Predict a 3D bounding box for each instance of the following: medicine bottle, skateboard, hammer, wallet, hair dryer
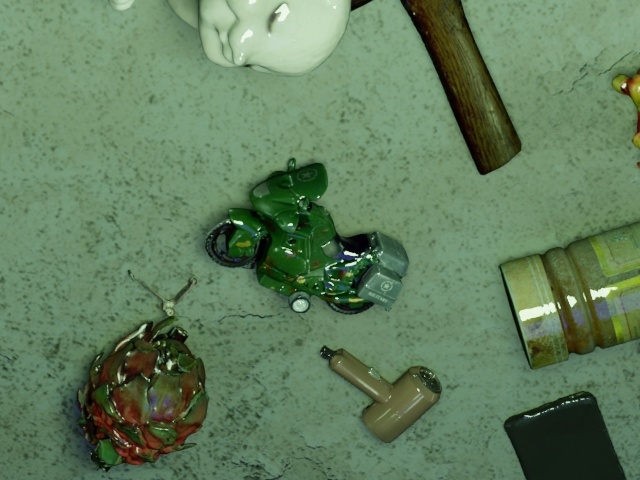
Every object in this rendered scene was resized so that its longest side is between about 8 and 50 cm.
[{"bbox_3d":[0.415,0.057,1.944,0.322,0.151,0.151,-17,124,5],"label":"medicine bottle"},{"bbox_3d":[-0.215,0.056,1.950,0.083,0.032,0.064,37,103,-28],"label":"skateboard"},{"bbox_3d":[0.161,-0.240,1.758,0.242,0.095,0.409,-23,125,9],"label":"hammer"},{"bbox_3d":[0.385,0.350,2.211,0.146,0.030,0.285,-19,122,10],"label":"wallet"},{"bbox_3d":[0.074,0.201,2.061,0.181,0.064,0.117,37,112,-20],"label":"hair dryer"}]

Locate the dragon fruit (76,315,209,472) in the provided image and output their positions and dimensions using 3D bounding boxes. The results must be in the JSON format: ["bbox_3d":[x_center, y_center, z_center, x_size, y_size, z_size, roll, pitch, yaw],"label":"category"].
[{"bbox_3d":[-0.236,0.214,1.969,0.188,0.182,0.182,-29,123,30],"label":"dragon fruit"}]

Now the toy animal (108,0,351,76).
[{"bbox_3d":[-0.082,-0.299,1.589,0.265,0.206,0.272,39,145,3],"label":"toy animal"}]

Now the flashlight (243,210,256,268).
[{"bbox_3d":[-0.092,0.000,1.929,0.018,0.018,0.083,2,124,-12],"label":"flashlight"}]

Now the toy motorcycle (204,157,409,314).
[{"bbox_3d":[0.000,0.000,1.882,0.274,0.125,0.187,24,118,-26],"label":"toy motorcycle"}]

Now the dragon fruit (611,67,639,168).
[{"bbox_3d":[0.449,-0.146,1.833,0.207,0.150,0.133,37,84,-19],"label":"dragon fruit"}]
